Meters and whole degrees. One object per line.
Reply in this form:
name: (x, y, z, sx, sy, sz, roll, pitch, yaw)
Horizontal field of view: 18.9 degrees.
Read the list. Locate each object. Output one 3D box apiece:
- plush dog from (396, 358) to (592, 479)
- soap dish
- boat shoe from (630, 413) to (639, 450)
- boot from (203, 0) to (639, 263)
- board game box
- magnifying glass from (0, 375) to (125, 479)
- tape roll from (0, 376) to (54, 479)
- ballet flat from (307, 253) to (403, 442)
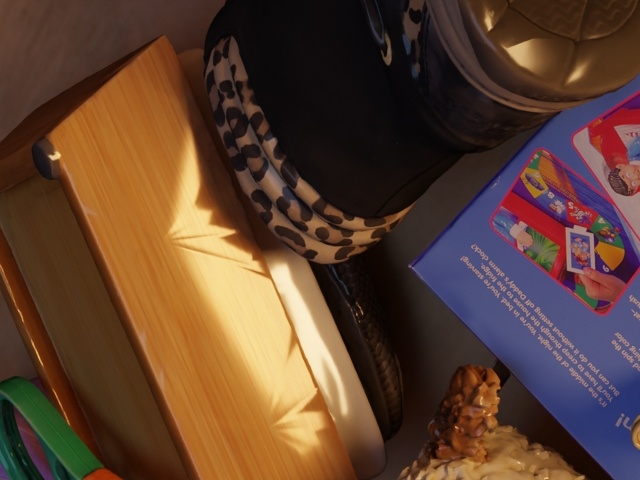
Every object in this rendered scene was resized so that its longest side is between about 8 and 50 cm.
plush dog: (0.129, 0.195, 0.971, 0.225, 0.262, 0.210, 32, 121, 16)
soap dish: (-0.097, 0.044, 1.135, 0.229, 0.118, 0.291, -15, 99, 62)
boat shoe: (0.211, 0.075, 0.841, 0.153, 0.048, 0.056, -3, 111, 37)
boot: (0.033, -0.191, 0.941, 0.284, 0.138, 0.377, 134, 129, -60)
board game box: (0.238, 0.057, 0.898, 0.347, 0.078, 0.233, 47, 131, 6)
magnifying glass: (-0.144, 0.142, 1.142, 0.231, 0.026, 0.092, 17, 127, 54)
tape roll: (-0.173, 0.235, 1.338, 0.275, 0.090, 0.275, 17, 118, 35)
ballet flat: (0.000, 0.000, 1.126, 0.084, 0.058, 0.250, -12, 103, 54)
